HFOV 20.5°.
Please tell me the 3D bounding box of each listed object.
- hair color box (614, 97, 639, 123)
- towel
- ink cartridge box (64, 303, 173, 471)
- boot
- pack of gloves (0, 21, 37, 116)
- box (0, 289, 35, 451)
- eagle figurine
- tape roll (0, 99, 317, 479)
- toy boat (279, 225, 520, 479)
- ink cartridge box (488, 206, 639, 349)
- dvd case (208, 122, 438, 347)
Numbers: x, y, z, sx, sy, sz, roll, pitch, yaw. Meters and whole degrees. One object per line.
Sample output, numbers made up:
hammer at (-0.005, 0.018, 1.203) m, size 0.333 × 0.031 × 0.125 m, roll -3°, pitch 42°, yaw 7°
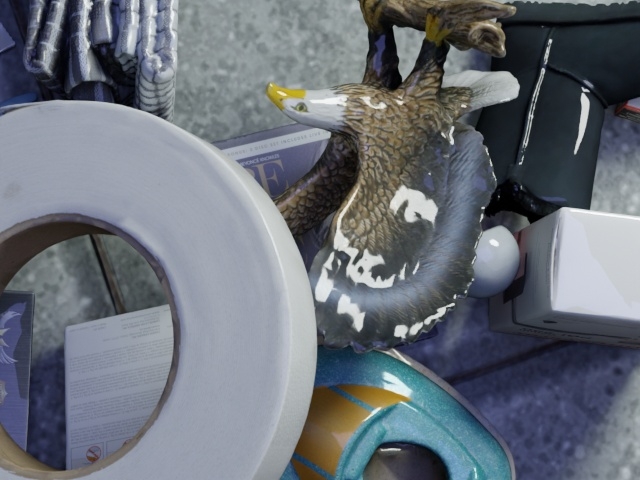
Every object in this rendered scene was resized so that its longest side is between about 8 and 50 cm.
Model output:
hair color box at (0.332, -0.177, 1.668) m, size 0.072 × 0.043 × 0.141 m, roll 17°, pitch 79°, yaw -5°
towel at (-0.180, -0.231, 1.507) m, size 0.121 × 0.235 × 0.284 m, roll 2°, pitch 78°, yaw -5°
ink cartridge box at (-0.142, 0.145, 1.489) m, size 0.145 × 0.045 × 0.179 m, roll -13°, pitch 66°, yaw 17°
boot at (0.251, -0.106, 1.582) m, size 0.246 × 0.094 × 0.207 m, roll 5°, pitch 73°, yaw 24°
pack of gloves at (-0.355, -0.103, 1.553) m, size 0.232 × 0.046 × 0.195 m, roll -34°, pitch 85°, yaw -12°
box at (-0.339, 0.156, 1.501) m, size 0.183 × 0.056 × 0.231 m, roll 3°, pitch 80°, yaw -7°
eagle figurine at (0.035, -0.066, 1.475) m, size 0.225 × 0.226 × 0.298 m, roll 17°, pitch 92°, yaw -1°
tape roll at (-0.194, 0.083, 1.392) m, size 0.392 × 0.072 × 0.392 m, roll -3°, pitch 80°, yaw 18°
toy boat at (0.069, 0.129, 1.508) m, size 0.267 × 0.148 × 0.318 m, roll 28°, pitch 82°, yaw -6°
ink cartridge box at (0.247, 0.037, 1.527) m, size 0.158 × 0.218 × 0.092 m, roll 7°, pitch 83°, yaw -7°
dvd case at (0.000, 0.000, 1.600) m, size 0.164 × 0.018 × 0.221 m, roll -14°, pitch 82°, yaw -10°
